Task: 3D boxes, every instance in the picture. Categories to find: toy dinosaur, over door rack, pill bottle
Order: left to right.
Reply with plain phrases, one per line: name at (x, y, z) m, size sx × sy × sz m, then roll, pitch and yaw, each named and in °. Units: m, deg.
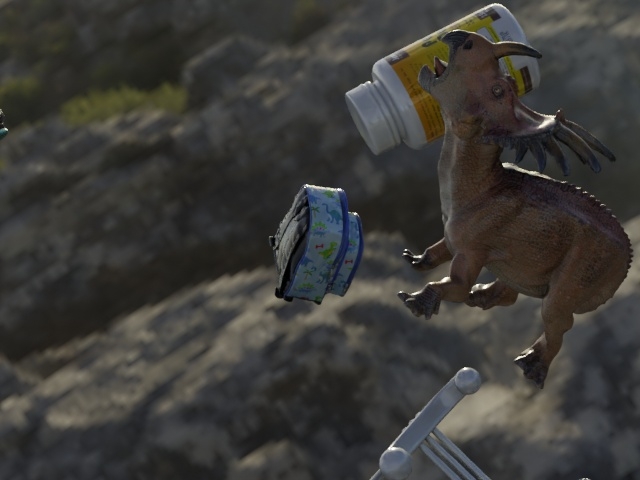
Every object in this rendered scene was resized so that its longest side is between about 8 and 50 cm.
pill bottle at (0.142, -0.184, 2.320) m, size 0.215 × 0.117 × 0.117 m, roll -27°, pitch 15°, yaw -5°
over door rack at (0.084, 0.259, 1.244) m, size 0.324 × 0.239 × 0.108 m, roll -44°, pitch -3°, yaw -30°
toy dinosaur at (0.172, -0.013, 1.531) m, size 0.200 × 0.296 × 0.127 m, roll -47°, pitch 37°, yaw 14°

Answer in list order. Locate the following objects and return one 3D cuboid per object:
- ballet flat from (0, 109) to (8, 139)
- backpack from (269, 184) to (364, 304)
ballet flat at (-0.287, -0.067, 1.381) m, size 0.074 × 0.074 × 0.203 m, roll -25°, pitch 11°, yaw 23°
backpack at (0.000, 0.000, 2.120) m, size 0.105 × 0.084 × 0.114 m, roll -98°, pitch 21°, yaw -43°
